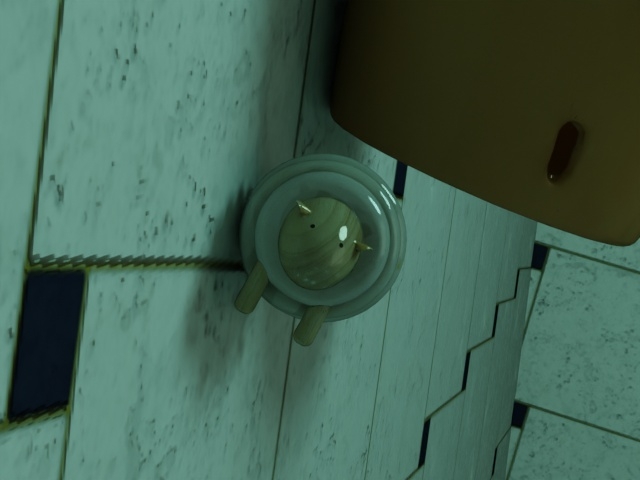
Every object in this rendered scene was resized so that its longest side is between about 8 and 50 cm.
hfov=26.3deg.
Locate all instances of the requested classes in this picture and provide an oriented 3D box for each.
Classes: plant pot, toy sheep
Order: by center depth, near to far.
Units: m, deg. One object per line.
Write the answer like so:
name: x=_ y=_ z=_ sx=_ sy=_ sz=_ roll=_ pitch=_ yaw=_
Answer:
toy sheep: x=0.000 y=0.000 z=0.671 sx=0.132 sy=0.091 sz=0.091 roll=-90 pitch=-174 yaw=-81
plant pot: x=0.132 y=-0.128 z=0.801 sx=0.204 sy=0.290 sz=0.291 roll=-66 pitch=170 yaw=10
